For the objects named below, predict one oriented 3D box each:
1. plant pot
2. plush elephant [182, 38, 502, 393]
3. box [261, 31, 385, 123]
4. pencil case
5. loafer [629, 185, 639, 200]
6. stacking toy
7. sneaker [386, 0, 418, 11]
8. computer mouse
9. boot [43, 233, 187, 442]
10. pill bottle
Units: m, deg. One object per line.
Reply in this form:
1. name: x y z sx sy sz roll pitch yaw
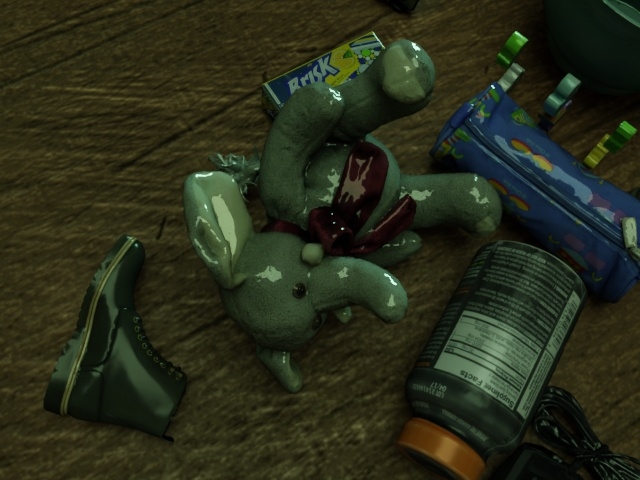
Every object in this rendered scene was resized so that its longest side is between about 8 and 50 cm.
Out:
1. plant pot: 0.413 -0.311 0.871 0.293 0.196 0.293 2 70 -5
2. plush elephant: 0.000 0.000 0.683 0.330 0.272 0.255 -7 52 22
3. box: 0.010 -0.198 0.864 0.169 0.054 0.059 -29 75 -16
4. pencil case: 0.274 -0.057 0.796 0.306 0.133 0.119 42 98 11
5. loafer: 0.514 -0.028 0.830 0.251 0.087 0.094 8 69 -3
6. stacking toy: 0.284 -0.163 0.799 0.167 0.221 0.052 41 97 11
7. sneaker: 0.065 -0.378 0.921 0.228 0.087 0.130 -8 64 -14
8. computer mouse: 0.221 0.299 0.692 0.272 0.072 0.188 -34 74 -29
9. boot: -0.190 0.105 0.725 0.137 0.077 0.198 19 82 -3
10. pill bottle: 0.173 0.131 0.713 0.130 0.130 0.245 31 70 7
